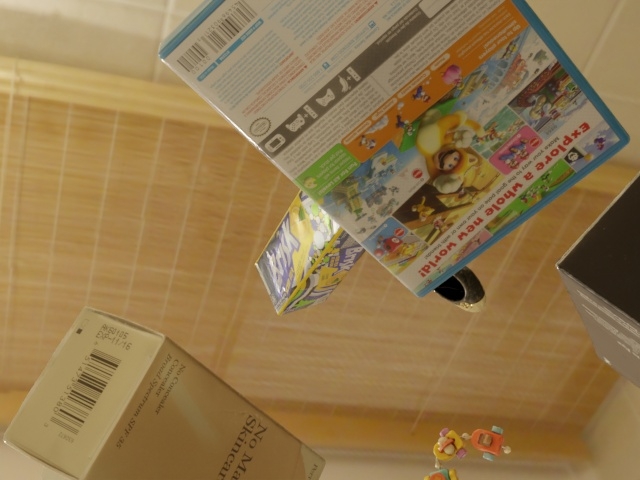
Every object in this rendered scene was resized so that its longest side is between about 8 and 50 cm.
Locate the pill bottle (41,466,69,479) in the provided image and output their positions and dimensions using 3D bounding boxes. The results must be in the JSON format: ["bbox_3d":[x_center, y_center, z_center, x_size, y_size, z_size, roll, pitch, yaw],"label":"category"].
[{"bbox_3d":[-0.204,0.335,1.136,0.176,0.318,0.176,-14,-126,21],"label":"pill bottle"}]

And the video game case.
[{"bbox_3d":[0.035,-0.060,0.364,0.166,0.119,0.015,42,-161,-27],"label":"video game case"}]

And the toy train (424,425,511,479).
[{"bbox_3d":[0.243,0.383,1.510,0.125,0.166,0.046,18,168,30],"label":"toy train"}]

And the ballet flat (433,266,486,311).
[{"bbox_3d":[0.120,0.037,0.959,0.173,0.057,0.049,37,-128,-32],"label":"ballet flat"}]

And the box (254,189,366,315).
[{"bbox_3d":[0.000,0.000,0.756,0.054,0.169,0.059,-15,-112,-30],"label":"box"}]

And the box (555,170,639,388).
[{"bbox_3d":[0.489,0.120,1.041,0.343,0.179,0.312,41,175,36],"label":"box"}]

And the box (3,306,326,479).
[{"bbox_3d":[-0.136,0.207,0.873,0.121,0.311,0.148,13,-113,38],"label":"box"}]
